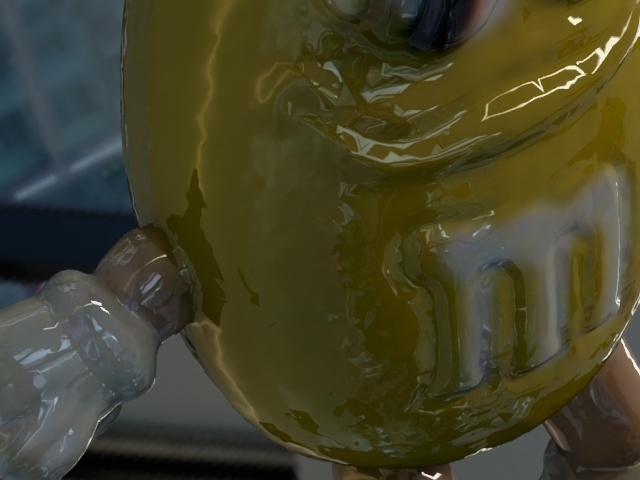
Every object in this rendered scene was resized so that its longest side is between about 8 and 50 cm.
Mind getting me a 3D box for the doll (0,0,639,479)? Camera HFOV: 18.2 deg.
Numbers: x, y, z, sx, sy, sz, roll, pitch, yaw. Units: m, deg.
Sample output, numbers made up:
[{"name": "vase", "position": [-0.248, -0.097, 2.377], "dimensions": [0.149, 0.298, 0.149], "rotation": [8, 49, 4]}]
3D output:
[{"name": "doll", "position": [0.025, 0.014, 0.701], "dimensions": [0.423, 0.348, 0.161], "rotation": [40, -9, -40]}]
